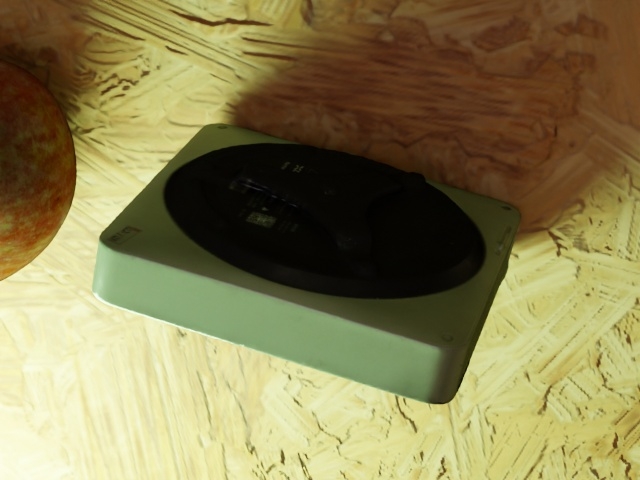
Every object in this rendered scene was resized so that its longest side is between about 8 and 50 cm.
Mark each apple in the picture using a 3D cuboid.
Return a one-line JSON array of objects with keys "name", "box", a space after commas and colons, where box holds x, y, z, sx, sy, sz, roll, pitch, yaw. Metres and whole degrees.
[{"name": "apple", "box": [-0.283, -0.054, 1.389, 0.188, 0.174, 0.188, 6, 111, 16]}]

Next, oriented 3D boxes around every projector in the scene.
[{"name": "projector", "box": [0.000, 0.000, 1.285, 0.259, 0.257, 0.079, 16, 116, 9]}]
